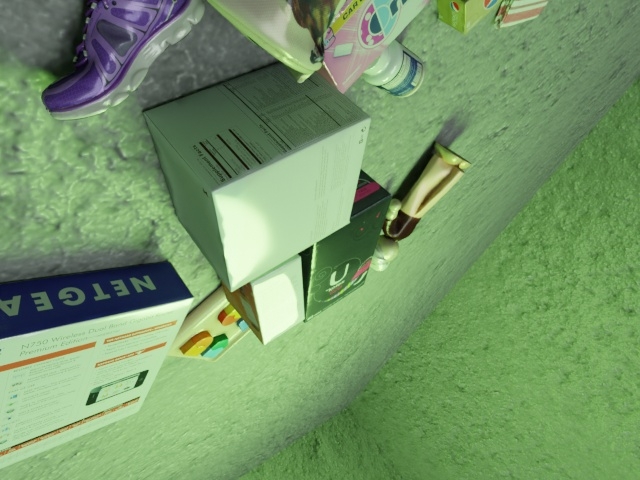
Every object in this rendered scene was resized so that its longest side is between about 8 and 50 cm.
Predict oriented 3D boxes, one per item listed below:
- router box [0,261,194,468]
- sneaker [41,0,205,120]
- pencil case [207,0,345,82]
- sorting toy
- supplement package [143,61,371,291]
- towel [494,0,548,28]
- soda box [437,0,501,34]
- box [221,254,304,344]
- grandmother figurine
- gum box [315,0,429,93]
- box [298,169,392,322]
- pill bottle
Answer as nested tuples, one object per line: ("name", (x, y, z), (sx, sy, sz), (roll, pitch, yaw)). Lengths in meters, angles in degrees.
("router box", (-0.378, 0.182, 0.585), (0.336, 0.082, 0.301), (-7, 136, -51))
("sneaker", (-0.180, -0.176, 0.368), (0.170, 0.068, 0.071), (-50, 140, -5))
("pencil case", (0.037, -0.330, 0.309), (0.184, 0.160, 0.410), (16, 119, -43))
("sorting toy", (-0.202, 0.180, 0.885), (0.193, 0.038, 0.208), (-42, 154, -3))
("supplement package", (-0.072, -0.082, 0.541), (0.203, 0.149, 0.194), (-31, 152, -25))
("towel", (0.387, -0.475, 0.745), (0.144, 0.029, 0.197), (-27, 152, -31))
("soda box", (0.259, -0.399, 0.638), (0.181, 0.058, 0.061), (-42, 154, 0))
("box", (-0.102, 0.067, 0.726), (0.091, 0.130, 0.170), (-30, 141, -25))
("grandmother figurine", (0.214, -0.067, 1.040), (0.208, 0.104, 0.342), (7, 123, -48))
("gum box", (0.054, -0.285, 0.512), (0.188, 0.062, 0.107), (-46, 155, 5))
("box", (0.000, 0.000, 0.778), (0.165, 0.143, 0.270), (-31, 151, -25))
("pill bottle", (0.097, -0.252, 0.619), (0.120, 0.067, 0.067), (-3, 133, -53))
